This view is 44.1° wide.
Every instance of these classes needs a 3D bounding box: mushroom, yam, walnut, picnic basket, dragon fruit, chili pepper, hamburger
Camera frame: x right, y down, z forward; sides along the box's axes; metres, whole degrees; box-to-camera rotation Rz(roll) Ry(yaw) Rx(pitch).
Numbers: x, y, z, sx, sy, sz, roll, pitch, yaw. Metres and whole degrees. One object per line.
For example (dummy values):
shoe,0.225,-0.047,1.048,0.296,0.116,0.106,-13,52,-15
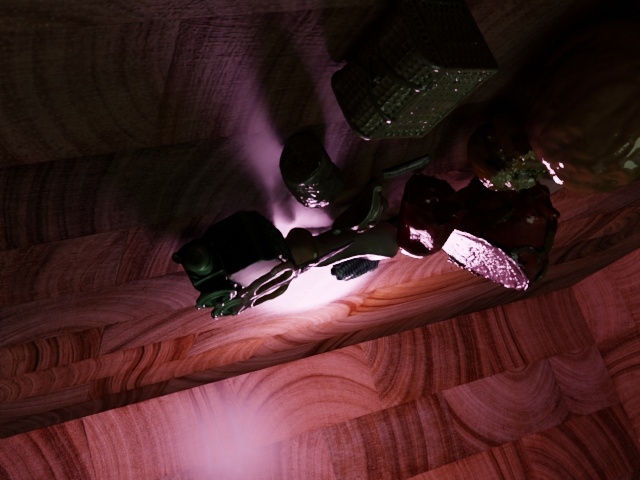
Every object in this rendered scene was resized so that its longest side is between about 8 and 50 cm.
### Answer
mushroom,0.051,0.017,1.956,0.329,0.122,0.159,-5,141,-40
yam,-0.020,-0.126,1.486,0.107,0.107,0.183,-21,160,6
walnut,0.528,-0.242,1.387,0.306,0.306,0.344,-15,164,-13
picnic basket,0.130,-0.254,1.184,0.154,0.134,0.196,-10,162,-37
dragon fruit,0.472,-0.048,1.958,0.263,0.314,0.296,-56,134,-13
chili pepper,0.252,-0.034,1.881,0.144,0.136,0.252,5,145,-2
hamburger,0.395,-0.185,1.651,0.144,0.156,0.283,-49,157,23

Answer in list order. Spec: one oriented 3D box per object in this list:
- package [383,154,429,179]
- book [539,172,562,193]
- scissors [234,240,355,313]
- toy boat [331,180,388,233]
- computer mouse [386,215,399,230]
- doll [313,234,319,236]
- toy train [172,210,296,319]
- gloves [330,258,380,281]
package,0.190,-0.161,1.740,0.110,0.015,0.037,-20,158,0
book,0.544,-0.132,2.200,0.215,0.025,0.283,-30,159,35
scissors,-0.052,0.068,1.774,0.317,0.024,0.160,-27,158,-24
toy boat,0.100,-0.069,1.821,0.071,0.089,0.185,15,136,-33
computer mouse,0.209,-0.014,2.143,0.106,0.062,0.192,-13,161,-19
doll,0.000,0.000,2.017,0.125,0.027,0.037,-4,152,-41
toy train,-0.184,0.058,1.778,0.238,0.167,0.299,-27,164,7
gloves,0.092,0.050,2.157,0.229,0.119,0.097,-22,145,-56
